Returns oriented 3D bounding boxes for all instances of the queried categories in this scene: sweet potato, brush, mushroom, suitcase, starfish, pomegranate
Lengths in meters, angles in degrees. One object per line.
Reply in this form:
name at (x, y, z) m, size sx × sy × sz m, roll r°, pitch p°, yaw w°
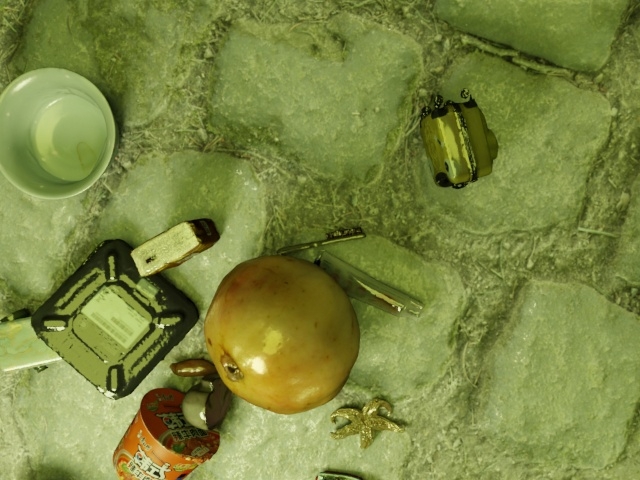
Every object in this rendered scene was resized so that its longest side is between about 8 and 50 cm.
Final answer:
sweet potato at (-0.331, 0.363, 1.763) m, size 0.195 × 0.056 × 0.056 m, roll 5°, pitch 94°, yaw 0°
brush at (0.000, 0.000, 1.712) m, size 0.248 × 0.043 × 0.036 m, roll -11°, pitch 85°, yaw 7°
mushroom at (-0.316, 0.440, 1.696) m, size 0.117 × 0.188 × 0.141 m, roll -7°, pitch 91°, yaw 10°
suitcase at (0.352, -0.252, 1.585) m, size 0.143 × 0.194 × 0.234 m, roll -15°, pitch 92°, yaw -3°
starfish at (0.129, 0.510, 1.722) m, size 0.210 × 0.053 × 0.150 m, roll 8°, pitch 99°, yaw 4°
pomegranate at (-0.093, 0.225, 1.583) m, size 0.412 × 0.411 × 0.410 m, roll 0°, pitch 93°, yaw 6°

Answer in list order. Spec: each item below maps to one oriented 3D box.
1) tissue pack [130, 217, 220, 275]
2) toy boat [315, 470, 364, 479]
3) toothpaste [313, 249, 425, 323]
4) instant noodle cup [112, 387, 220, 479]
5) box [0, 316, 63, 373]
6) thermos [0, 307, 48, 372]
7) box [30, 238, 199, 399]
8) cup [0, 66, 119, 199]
tissue pack at (-0.379, 0.011, 1.657) m, size 0.183 × 0.226 × 0.091 m, roll -28°, pitch 89°, yaw 6°
toy boat at (0.068, 0.690, 1.734) m, size 0.173 × 0.059 × 0.069 m, roll 11°, pitch 94°, yaw 5°
toothpaste at (0.124, 0.133, 1.698) m, size 0.323 × 0.066 × 0.100 m, roll 25°, pitch 100°, yaw 8°
instant noodle cup at (-0.428, 0.560, 1.698) m, size 0.250 × 0.250 × 0.192 m, roll 39°, pitch 105°, yaw 3°
box at (-0.771, 0.277, 1.763) m, size 0.285 × 0.044 × 0.142 m, roll -11°, pitch 91°, yaw -14°
thermos at (-0.845, 0.294, 1.805) m, size 0.073 × 0.083 × 0.187 m, roll -26°, pitch 92°, yaw 32°
box at (-0.568, 0.215, 1.727) m, size 0.359 × 0.091 × 0.350 m, roll 42°, pitch 82°, yaw -3°
cup at (-0.697, -0.283, 1.705) m, size 0.348 × 0.163 × 0.346 m, roll 0°, pitch 93°, yaw 5°
